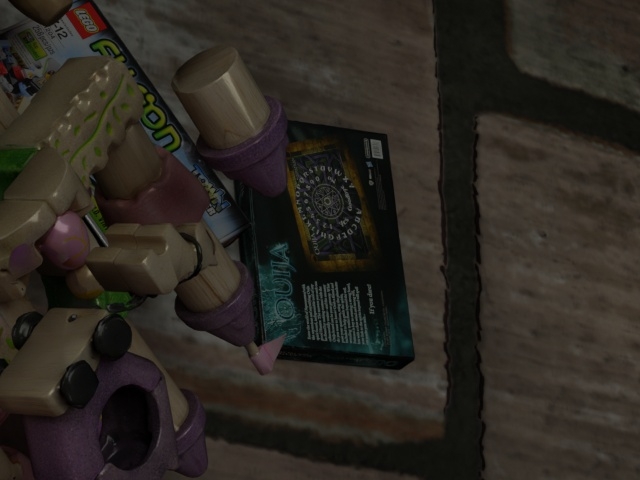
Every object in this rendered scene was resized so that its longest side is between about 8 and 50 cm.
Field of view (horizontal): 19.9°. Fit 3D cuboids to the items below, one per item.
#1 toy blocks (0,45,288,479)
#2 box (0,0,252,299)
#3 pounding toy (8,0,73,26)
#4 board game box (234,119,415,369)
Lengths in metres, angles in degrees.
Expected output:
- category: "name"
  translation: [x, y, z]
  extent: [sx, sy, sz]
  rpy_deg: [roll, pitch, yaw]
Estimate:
- category: "toy blocks"
  translation: [-0.126, 0.070, 1.061]
  extent: [0.288, 0.309, 0.260]
  rpy_deg: [-57, 131, -35]
- category: "box"
  translation: [-0.153, -0.065, 1.274]
  extent: [0.114, 0.036, 0.207]
  rpy_deg: [-32, 84, -38]
- category: "pounding toy"
  translation: [-0.302, -0.156, 1.151]
  extent: [0.269, 0.155, 0.154]
  rpy_deg: [-33, 77, -33]
- category: "board game box"
  translation: [0.000, 0.000, 1.336]
  extent: [0.126, 0.026, 0.186]
  rpy_deg: [7, 63, -27]
